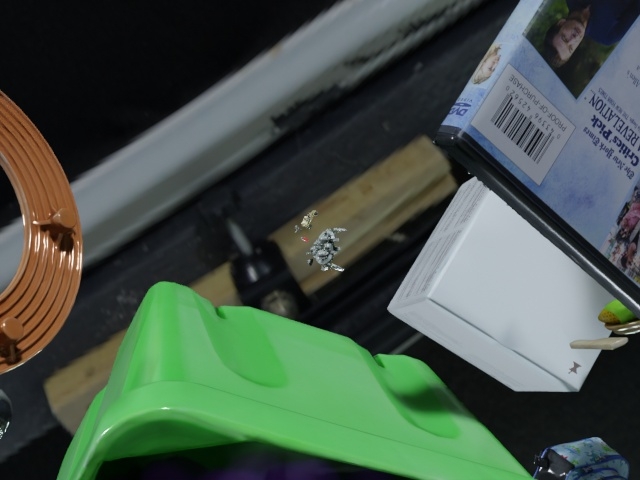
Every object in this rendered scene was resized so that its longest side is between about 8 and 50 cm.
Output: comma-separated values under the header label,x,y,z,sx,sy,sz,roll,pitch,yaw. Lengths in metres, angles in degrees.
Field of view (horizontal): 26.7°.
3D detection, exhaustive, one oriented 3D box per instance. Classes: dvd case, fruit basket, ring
label,x,y,z,sx,sy,sz,roll,pitch,yaw
dvd case,0.182,-0.101,0.663,0.180,0.022,0.253,38,-101,-29
fruit basket,-0.030,0.254,0.626,0.283,0.392,0.392,19,-70,-21
ring,-0.343,-0.038,1.154,0.337,0.336,0.032,27,-43,-34

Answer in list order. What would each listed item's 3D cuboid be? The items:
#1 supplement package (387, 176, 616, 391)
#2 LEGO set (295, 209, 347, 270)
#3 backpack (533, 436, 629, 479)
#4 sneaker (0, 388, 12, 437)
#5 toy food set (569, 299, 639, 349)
label,x,y,z,sx,sy,sz,roll,pitch,yaw
supplement package,0.231,0.045,1.592,0.199,0.263,0.198,32,-99,-3
LEGO set,-0.002,0.001,1.435,0.054,0.083,0.023,-57,-37,-1
backpack,0.298,0.282,1.522,0.114,0.084,0.105,-10,-59,-38
sneaker,-0.308,0.211,1.003,0.227,0.130,0.087,-37,-35,-11
toy food set,0.352,0.060,1.394,0.192,0.132,0.038,-21,-90,-14
